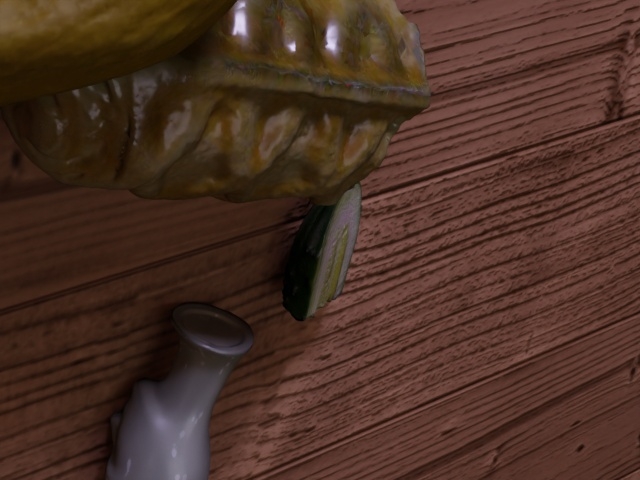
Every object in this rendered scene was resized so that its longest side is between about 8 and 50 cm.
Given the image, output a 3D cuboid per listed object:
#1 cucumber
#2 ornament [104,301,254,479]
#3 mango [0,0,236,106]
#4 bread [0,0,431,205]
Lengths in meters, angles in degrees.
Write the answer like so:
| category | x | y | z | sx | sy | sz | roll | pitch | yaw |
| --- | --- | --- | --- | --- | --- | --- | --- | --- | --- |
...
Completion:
| category | x | y | z | sx | sy | sz | roll | pitch | yaw |
| --- | --- | --- | --- | --- | --- | --- | --- | --- | --- |
| cucumber | 0.000 | 0.000 | 1.190 | 0.067 | 0.035 | 0.107 | -33 | 143 | -54 |
| ornament | -0.104 | 0.125 | 1.156 | 0.075 | 0.081 | 0.156 | -63 | 177 | -72 |
| mango | -0.166 | -0.157 | 0.765 | 0.332 | 0.142 | 0.195 | -18 | 103 | -21 |
| bread | -0.066 | -0.097 | 0.955 | 0.268 | 0.130 | 0.152 | 0 | 84 | -48 |
